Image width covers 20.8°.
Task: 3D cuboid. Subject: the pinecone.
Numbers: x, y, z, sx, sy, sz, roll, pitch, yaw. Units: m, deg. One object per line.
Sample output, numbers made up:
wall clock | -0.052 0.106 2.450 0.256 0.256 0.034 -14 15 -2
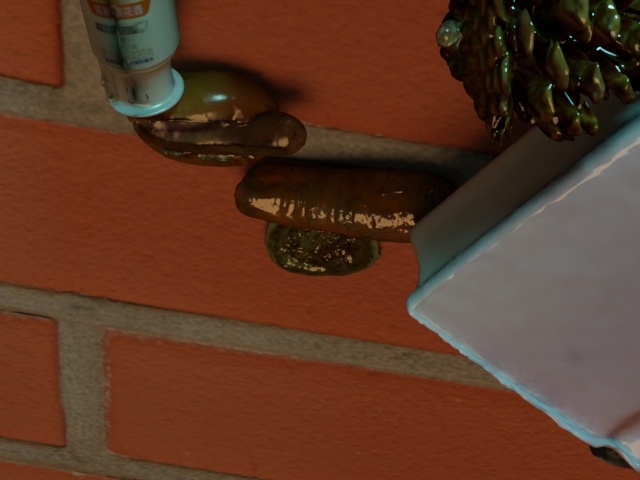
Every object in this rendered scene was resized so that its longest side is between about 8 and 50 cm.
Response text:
pinecone | 0.160 -0.144 1.146 0.173 0.173 0.173 6 143 5

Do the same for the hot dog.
hot dog | -0.080 -0.089 1.345 0.140 0.060 0.090 5 147 0

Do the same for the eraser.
eraser | 0.277 -0.006 1.276 0.272 0.122 0.359 35 126 -19

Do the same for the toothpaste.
toothpaste | -0.143 -0.222 1.189 0.100 0.066 0.323 2 137 8

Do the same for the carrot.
carrot | 0.020 -0.030 1.400 0.186 0.060 0.060 4 142 7

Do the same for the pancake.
pancake | 0.000 -0.001 1.477 0.108 0.017 0.108 3 144 2

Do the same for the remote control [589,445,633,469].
remote control | 0.323 0.092 1.506 0.107 0.044 0.377 12 142 2
